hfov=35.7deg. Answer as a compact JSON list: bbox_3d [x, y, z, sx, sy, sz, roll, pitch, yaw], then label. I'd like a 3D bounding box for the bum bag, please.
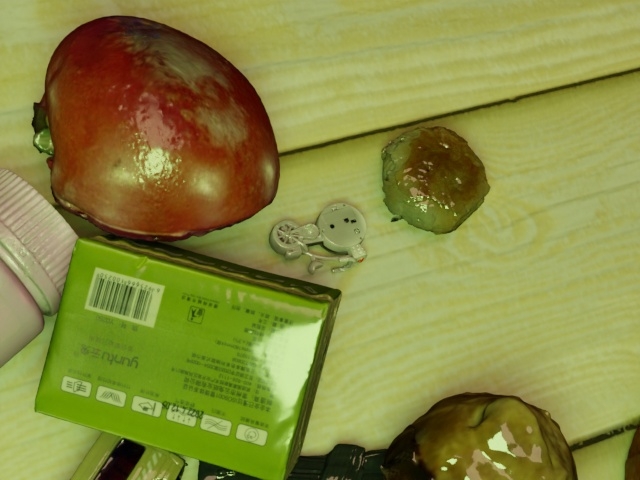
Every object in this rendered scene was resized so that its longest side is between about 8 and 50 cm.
[{"bbox_3d":[-0.022,0.297,1.149,0.248,0.060,0.123,4,68,-13],"label":"bum bag"}]

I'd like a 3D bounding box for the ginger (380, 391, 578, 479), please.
[{"bbox_3d":[0.191,0.304,1.115,0.223,0.200,0.269,-22,78,-4],"label":"ginger"}]

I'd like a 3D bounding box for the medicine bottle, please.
[{"bbox_3d":[-0.406,0.072,1.082,0.178,0.178,0.290,43,67,5],"label":"medicine bottle"}]

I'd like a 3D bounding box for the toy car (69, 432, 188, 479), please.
[{"bbox_3d":[-0.247,0.329,1.064,0.124,0.101,0.256,29,65,4],"label":"toy car"}]

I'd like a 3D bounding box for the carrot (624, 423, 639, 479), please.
[{"bbox_3d":[0.533,0.287,1.258,0.307,0.100,0.258,-15,77,-22],"label":"carrot"}]

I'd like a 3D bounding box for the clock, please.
[{"bbox_3d":[0.000,0.000,1.276,0.129,0.041,0.087,-11,69,-21],"label":"clock"}]

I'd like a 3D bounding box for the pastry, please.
[{"bbox_3d":[0.150,-0.082,1.319,0.153,0.081,0.153,4,66,-8],"label":"pastry"}]

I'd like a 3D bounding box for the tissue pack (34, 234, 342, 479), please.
[{"bbox_3d":[-0.135,0.120,1.081,0.275,0.167,0.200,15,93,5],"label":"tissue pack"}]

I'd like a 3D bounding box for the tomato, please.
[{"bbox_3d":[-0.185,-0.163,1.168,0.290,0.176,0.335,-1,37,-23],"label":"tomato"}]
